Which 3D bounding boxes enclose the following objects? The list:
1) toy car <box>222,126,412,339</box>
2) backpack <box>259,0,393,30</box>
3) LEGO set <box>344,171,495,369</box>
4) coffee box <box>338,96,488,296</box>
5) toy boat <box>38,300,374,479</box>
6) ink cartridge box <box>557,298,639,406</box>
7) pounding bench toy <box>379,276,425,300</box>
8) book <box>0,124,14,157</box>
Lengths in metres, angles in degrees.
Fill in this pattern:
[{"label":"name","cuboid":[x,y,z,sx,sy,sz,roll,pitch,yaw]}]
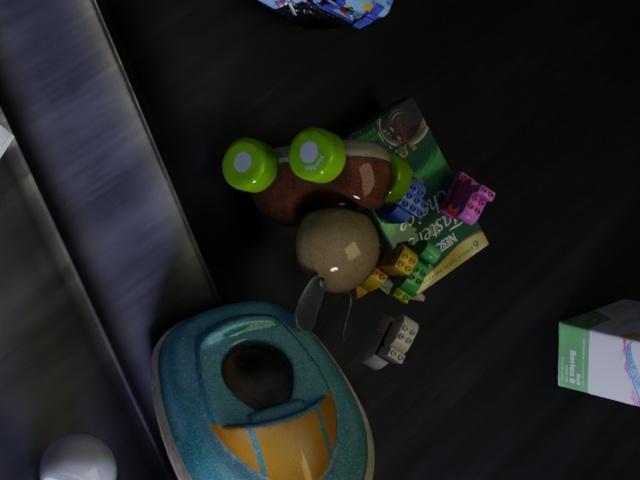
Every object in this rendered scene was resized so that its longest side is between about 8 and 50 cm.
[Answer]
[{"label":"toy car","cuboid":[0.000,0.000,1.673,0.155,0.149,0.188,14,73,-56]},{"label":"backpack","cuboid":[-0.015,-0.294,1.652,0.173,0.117,0.158,22,80,-45]},{"label":"LEGO set","cuboid":[0.094,0.014,1.739,0.087,0.093,0.227,32,76,-21]},{"label":"coffee box","cuboid":[0.091,-0.045,1.817,0.113,0.040,0.184,-33,102,-26]},{"label":"toy boat","cuboid":[-0.105,0.184,1.569,0.318,0.267,0.148,-19,152,-23]},{"label":"ink cartridge box","cuboid":[0.424,0.146,2.147,0.154,0.212,0.093,-14,107,-46]},{"label":"pounding bench toy","cuboid":[0.082,0.016,1.864,0.083,0.052,0.065,38,69,-45]},{"label":"book","cuboid":[-0.329,-0.087,1.405,0.144,0.035,0.096,44,68,-43]}]
